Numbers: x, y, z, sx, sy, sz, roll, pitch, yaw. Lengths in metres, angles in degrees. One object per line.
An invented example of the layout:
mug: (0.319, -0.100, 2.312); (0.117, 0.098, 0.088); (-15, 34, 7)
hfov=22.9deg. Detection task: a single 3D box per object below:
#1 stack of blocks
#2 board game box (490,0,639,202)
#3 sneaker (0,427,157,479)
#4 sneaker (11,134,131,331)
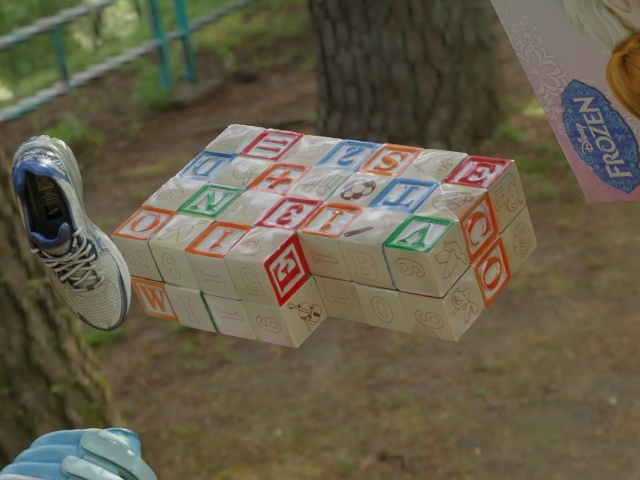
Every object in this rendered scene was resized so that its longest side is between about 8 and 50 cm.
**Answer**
stack of blocks: (0.000, 0.000, 1.279); (0.297, 0.087, 0.171); (9, 42, 38)
board game box: (0.279, -0.164, 1.100); (0.318, 0.318, 0.066); (-2, 43, 39)
sneaker: (-0.178, 0.270, 1.362); (0.319, 0.127, 0.208); (27, 55, 28)
sneaker: (-0.165, 0.002, 1.013); (0.052, 0.135, 0.058); (-23, 14, 8)
